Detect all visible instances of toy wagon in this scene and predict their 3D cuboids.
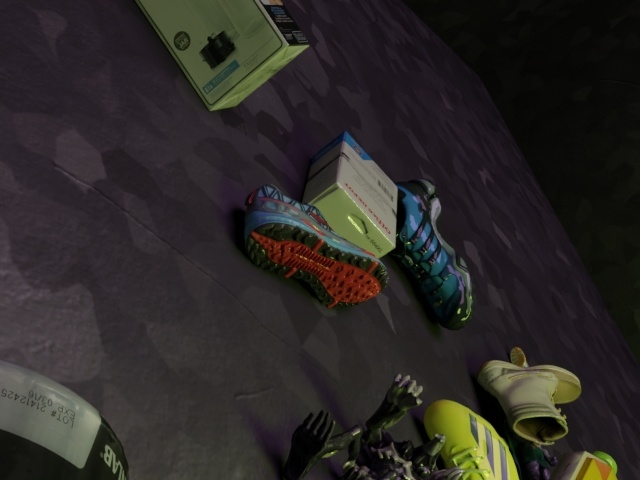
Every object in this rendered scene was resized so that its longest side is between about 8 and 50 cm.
[{"bbox_3d":[0.451,0.512,1.237,0.267,0.068,0.344,-31,98,-50],"label":"toy wagon"}]

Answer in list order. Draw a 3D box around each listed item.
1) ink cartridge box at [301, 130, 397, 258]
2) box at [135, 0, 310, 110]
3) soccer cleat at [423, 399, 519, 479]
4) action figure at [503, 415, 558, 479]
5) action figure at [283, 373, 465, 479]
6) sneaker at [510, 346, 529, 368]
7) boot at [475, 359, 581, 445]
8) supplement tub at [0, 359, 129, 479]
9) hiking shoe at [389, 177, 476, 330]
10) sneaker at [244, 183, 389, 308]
[{"bbox_3d":[0.051,-0.069,1.298,0.148,0.086,0.203,47,26,-19],"label":"ink cartridge box"},{"bbox_3d":[-0.170,-0.358,1.157,0.290,0.169,0.087,57,26,0],"label":"box"},{"bbox_3d":[0.230,0.356,1.088,0.121,0.093,0.289,-12,69,-58],"label":"soccer cleat"},{"bbox_3d":[0.368,0.379,1.360,0.137,0.063,0.232,38,26,-29],"label":"action figure"},{"bbox_3d":[0.089,0.253,0.895,0.276,0.141,0.164,14,35,-54],"label":"action figure"},{"bbox_3d":[0.425,0.267,1.652,0.037,0.032,0.083,39,30,-63],"label":"sneaker"},{"bbox_3d":[0.398,0.290,1.385,0.213,0.077,0.165,11,23,-20],"label":"boot"},{"bbox_3d":[-0.197,0.218,0.327,0.193,0.194,0.316,41,27,-30],"label":"supplement tub"},{"bbox_3d":[0.175,0.028,1.426,0.132,0.113,0.304,-3,62,-32],"label":"hiking shoe"},{"bbox_3d":[0.000,0.000,1.094,0.262,0.104,0.125,34,30,-41],"label":"sneaker"}]
